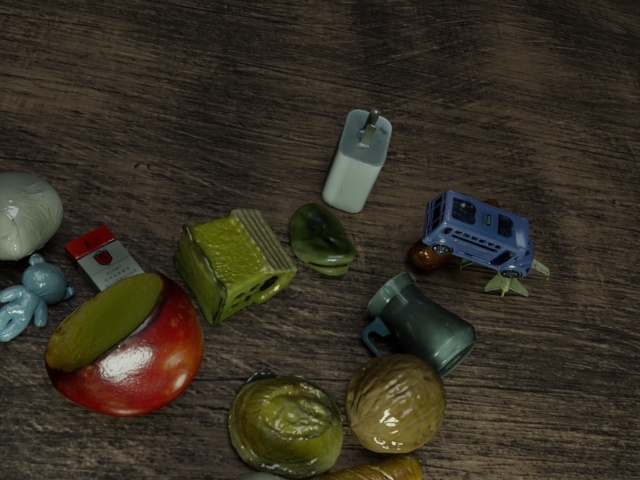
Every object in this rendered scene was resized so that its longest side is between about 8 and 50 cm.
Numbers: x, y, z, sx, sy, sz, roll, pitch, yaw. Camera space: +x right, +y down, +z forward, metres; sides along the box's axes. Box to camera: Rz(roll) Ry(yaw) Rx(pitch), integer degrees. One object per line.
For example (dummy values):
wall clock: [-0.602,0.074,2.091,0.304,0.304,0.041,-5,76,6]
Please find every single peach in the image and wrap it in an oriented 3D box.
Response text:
peach: [-0.356,0.206,1.219,0.274,0.248,0.245,-35,95,-30]

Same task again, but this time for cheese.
cheese: [-0.632,-0.057,1.353,0.198,0.154,0.189,18,34,23]

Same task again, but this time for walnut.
walnut: [0.146,0.329,1.331,0.213,0.213,0.213,9,54,-13]

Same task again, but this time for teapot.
teapot: [0.210,0.202,1.480,0.203,0.171,0.225,-41,66,-5]

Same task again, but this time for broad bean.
broad bean: [0.001,-0.002,1.606,0.153,0.072,0.207,-14,50,-30]

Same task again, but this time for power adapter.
power adapter: [0.097,-0.220,1.669,0.124,0.255,0.187,17,52,-3]

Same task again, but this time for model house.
model house: [-0.174,0.038,1.440,0.234,0.175,0.193,-25,67,-28]

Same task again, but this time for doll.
doll: [-0.585,0.120,1.316,0.180,0.075,0.120,-50,124,-25]

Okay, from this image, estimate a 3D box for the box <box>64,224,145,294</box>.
box: [-0.462,0.049,1.415,0.100,0.048,0.152,-32,73,-35]

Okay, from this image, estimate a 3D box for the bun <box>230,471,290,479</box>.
bun: [-0.096,0.576,1.059,0.365,0.219,0.365,21,47,-25]

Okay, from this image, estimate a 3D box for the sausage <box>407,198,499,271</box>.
sausage: [0.351,-0.017,1.711,0.330,0.102,0.102,-32,71,-32]

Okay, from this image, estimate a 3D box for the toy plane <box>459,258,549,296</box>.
toy plane: [0.480,0.037,1.723,0.229,0.092,0.244,7,56,3]

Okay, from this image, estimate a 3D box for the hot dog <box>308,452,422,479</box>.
hot dog: [0.074,0.477,1.290,0.285,0.061,0.088,-12,49,-27]

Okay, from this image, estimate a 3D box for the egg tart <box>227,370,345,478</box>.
egg tart: [-0.062,0.355,1.310,0.252,0.098,0.232,35,49,12]

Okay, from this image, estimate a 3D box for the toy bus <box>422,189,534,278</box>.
toy bus: [0.398,-0.015,1.586,0.292,0.133,0.125,19,62,-13]
